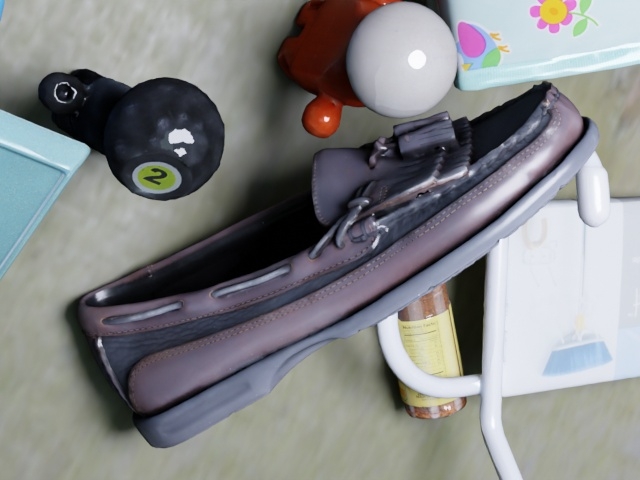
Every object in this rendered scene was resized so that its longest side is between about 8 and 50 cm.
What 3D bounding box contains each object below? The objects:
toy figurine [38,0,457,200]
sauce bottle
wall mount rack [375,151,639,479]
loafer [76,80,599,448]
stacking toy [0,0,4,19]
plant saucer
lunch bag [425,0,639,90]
[{"bbox_3d":[-0.050,-0.139,0.778,0.213,0.148,0.209,-18,108,-19],"label":"toy figurine"},{"bbox_3d":[0.059,0.044,0.925,0.042,0.042,0.128,-16,105,-20],"label":"sauce bottle"},{"bbox_3d":[0.206,0.087,0.925,0.350,0.130,0.304,-4,99,-32],"label":"wall mount rack"},{"bbox_3d":[0.000,0.000,0.811,0.303,0.109,0.095,-35,102,17],"label":"loafer"},{"bbox_3d":[-0.309,-0.125,0.682,0.302,0.165,0.175,35,129,-9],"label":"stacking toy"},{"bbox_3d":[-0.187,0.010,0.762,0.067,0.018,0.192,22,129,-26],"label":"plant saucer"},{"bbox_3d":[0.181,-0.213,0.833,0.262,0.160,0.223,-10,105,0],"label":"lunch bag"}]
